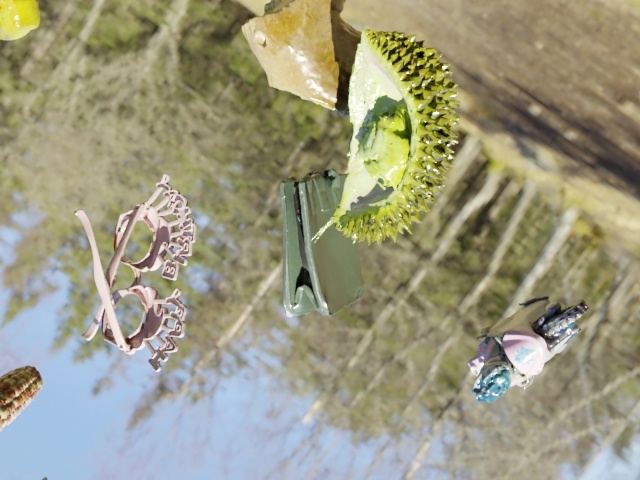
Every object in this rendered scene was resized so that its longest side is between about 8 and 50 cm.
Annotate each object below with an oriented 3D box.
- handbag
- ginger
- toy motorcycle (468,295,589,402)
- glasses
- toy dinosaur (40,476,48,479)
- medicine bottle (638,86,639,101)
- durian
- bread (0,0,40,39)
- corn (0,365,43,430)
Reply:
[{"bbox_3d":[-0.002,0.001,2.153,0.079,0.260,0.247,-6,-177,20],"label":"handbag"},{"bbox_3d":[0.009,-0.315,1.893,0.276,0.221,0.130,9,-176,-30],"label":"ginger"},{"bbox_3d":[0.275,0.172,1.751,0.108,0.204,0.239,43,149,13],"label":"toy motorcycle"},{"bbox_3d":[-0.236,0.038,1.519,0.162,0.255,0.095,2,175,33],"label":"glasses"},{"bbox_3d":[-0.343,0.336,1.299,0.242,0.053,0.167,36,-141,19],"label":"toy dinosaur"},{"bbox_3d":[0.380,-0.133,1.293,0.052,0.052,0.089,30,-128,-53],"label":"medicine bottle"},{"bbox_3d":[0.113,-0.140,1.757,0.170,0.355,0.157,20,-151,15],"label":"durian"},{"bbox_3d":[-0.574,-0.531,2.017,0.166,0.112,0.383,18,131,51],"label":"bread"},{"bbox_3d":[-0.495,0.256,1.738,0.079,0.079,0.237,37,-150,8],"label":"corn"}]
